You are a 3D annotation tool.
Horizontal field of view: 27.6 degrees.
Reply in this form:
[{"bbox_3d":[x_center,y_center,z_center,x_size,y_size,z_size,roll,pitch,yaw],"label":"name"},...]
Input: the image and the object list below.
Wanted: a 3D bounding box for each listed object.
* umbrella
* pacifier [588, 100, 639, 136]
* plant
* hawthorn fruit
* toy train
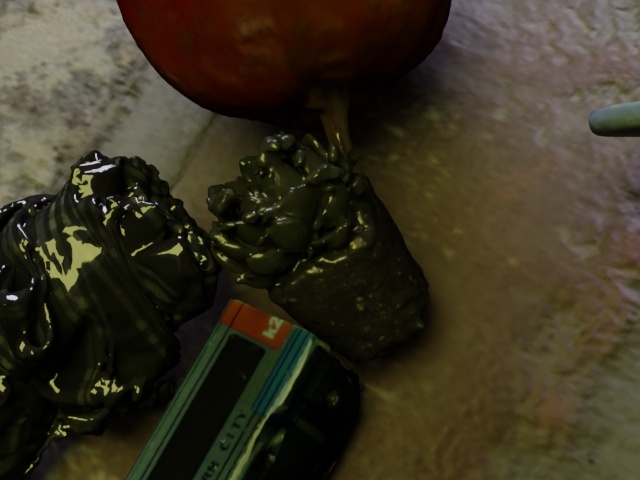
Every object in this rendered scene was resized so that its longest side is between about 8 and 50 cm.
[{"bbox_3d":[-0.211,0.085,0.781,0.336,0.154,0.128,-34,19,2],"label":"umbrella"},{"bbox_3d":[0.278,-0.023,0.629,0.287,0.238,0.226,-5,94,16],"label":"pacifier"},{"bbox_3d":[0.000,0.000,0.734,0.094,0.143,0.092,-32,27,27],"label":"plant"},{"bbox_3d":[-0.015,-0.164,0.789,0.215,0.215,0.249,-21,68,11],"label":"hawthorn fruit"},{"bbox_3d":[-0.112,0.228,0.711,0.089,0.086,0.409,24,77,29],"label":"toy train"}]
